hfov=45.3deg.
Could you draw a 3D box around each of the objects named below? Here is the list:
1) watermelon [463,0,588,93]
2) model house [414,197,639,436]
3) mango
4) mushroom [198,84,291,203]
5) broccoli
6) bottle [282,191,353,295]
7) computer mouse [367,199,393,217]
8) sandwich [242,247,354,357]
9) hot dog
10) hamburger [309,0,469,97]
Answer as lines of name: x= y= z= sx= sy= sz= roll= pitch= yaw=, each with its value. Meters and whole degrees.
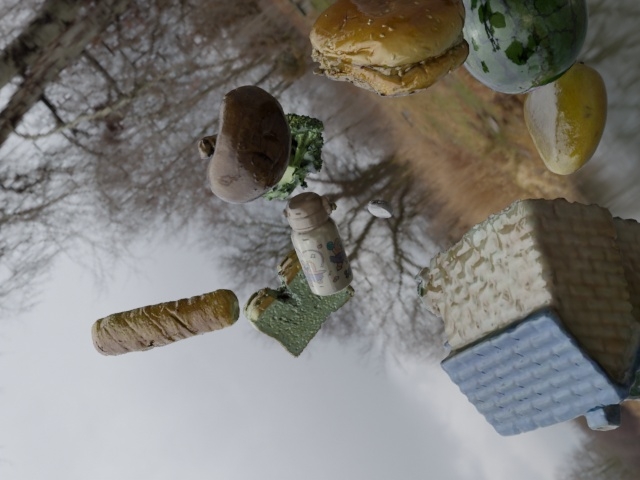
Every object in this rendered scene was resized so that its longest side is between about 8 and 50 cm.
watermelon: x=0.492 y=-0.551 z=1.917 sx=0.363 sy=0.363 sz=0.363 roll=51 pitch=-171 yaw=-11
model house: x=0.471 y=0.186 z=1.478 sx=0.445 sy=0.395 sz=0.400 roll=5 pitch=-119 yaw=-28
mango: x=0.702 y=-0.357 z=2.212 sx=0.182 sy=0.253 sz=0.365 roll=20 pitch=-118 yaw=-22
mushroom: x=-0.128 y=-0.182 z=1.491 sx=0.194 sy=0.232 sz=0.138 roll=-1 pitch=-166 yaw=-39
broccoli: x=-0.086 y=-0.214 z=1.939 sx=0.198 sy=0.226 sz=0.176 roll=43 pitch=-129 yaw=-37
bottle: x=0.000 y=0.000 z=1.568 sx=0.097 sy=0.110 sz=0.209 roll=-114 pitch=5 yaw=-64
computer mouse: x=0.170 y=-0.095 z=2.148 sx=0.096 sy=0.065 sz=0.040 roll=39 pitch=-121 yaw=-58
sandwich: x=-0.065 y=0.168 z=2.168 sx=0.249 sy=0.273 sz=0.095 roll=42 pitch=180 yaw=-41
hot dog: x=-0.275 y=0.143 z=1.342 sx=0.061 sy=0.285 sz=0.088 roll=5 pitch=-114 yaw=-75
hamburger: x=0.132 y=-0.395 z=1.498 sx=0.289 sy=0.314 sz=0.170 roll=17 pitch=132 yaw=38
